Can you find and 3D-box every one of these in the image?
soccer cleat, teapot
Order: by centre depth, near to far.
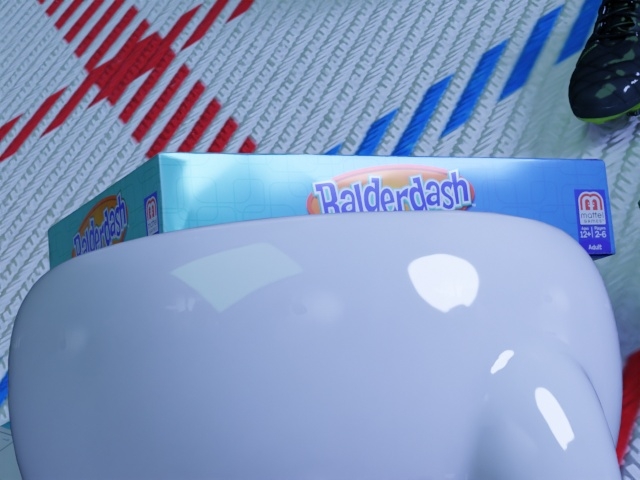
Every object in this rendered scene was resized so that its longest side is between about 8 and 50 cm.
[{"bbox_3d":[-0.002,0.100,0.653,0.252,0.187,0.256,-5,-9,2],"label":"teapot"},{"bbox_3d":[0.179,-0.136,0.961,0.060,0.072,0.179,-2,40,39],"label":"soccer cleat"}]

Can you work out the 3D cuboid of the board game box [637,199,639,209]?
[{"bbox_3d":[0.226,-0.062,0.699,0.260,0.030,0.136,-55,24,33],"label":"board game box"}]

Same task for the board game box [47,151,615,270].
[{"bbox_3d":[0.000,0.000,0.766,0.210,0.047,0.160,-1,-10,-26],"label":"board game box"}]

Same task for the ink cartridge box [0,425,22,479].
[{"bbox_3d":[-0.269,0.159,0.782,0.239,0.060,0.275,13,33,32],"label":"ink cartridge box"}]

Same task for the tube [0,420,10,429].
[{"bbox_3d":[-0.136,0.107,0.897,0.207,0.052,0.080,-26,18,18],"label":"tube"}]
